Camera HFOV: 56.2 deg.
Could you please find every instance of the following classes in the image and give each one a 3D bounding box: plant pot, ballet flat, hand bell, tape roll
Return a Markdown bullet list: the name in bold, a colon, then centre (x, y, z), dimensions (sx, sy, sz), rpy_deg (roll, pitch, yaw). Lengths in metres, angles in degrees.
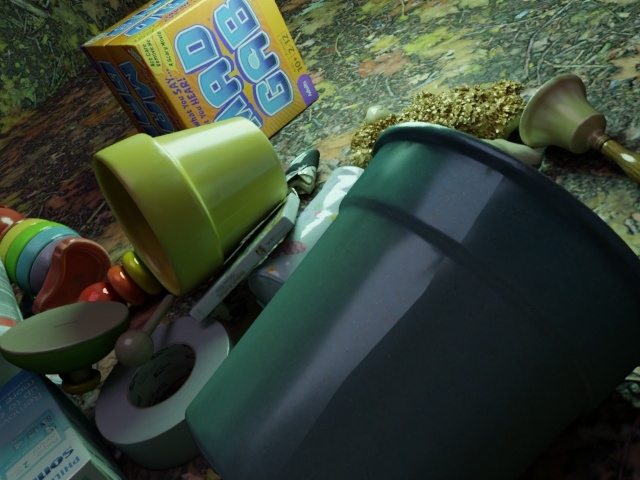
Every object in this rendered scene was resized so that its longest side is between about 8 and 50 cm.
- **plant pot**: centre (-0.196, -0.077, 0.971), dimensions (0.239, 0.254, 0.254), rpy_deg (-34, 33, -24)
- **ballet flat**: centre (-0.057, -0.106, 1.188), dimensions (0.203, 0.074, 0.074), rpy_deg (-39, 35, -25)
- **hand bell**: centre (0.415, -0.134, 0.860), dimensions (0.126, 0.126, 0.242), rpy_deg (-32, 45, -4)
- **tape roll**: centre (-0.212, 0.214, 0.871), dimensions (0.219, 0.072, 0.219), rpy_deg (-20, 36, 15)
- **plant pot**: centre (0.075, 0.124, 0.577), dimensions (0.334, 0.341, 0.341), rpy_deg (-46, 37, -11)

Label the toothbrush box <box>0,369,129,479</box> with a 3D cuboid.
- **toothbrush box**: centre (-0.407, 0.333, 0.813), dimensions (0.216, 0.126, 0.296), rpy_deg (-43, 37, -19)

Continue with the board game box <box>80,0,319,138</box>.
- **board game box**: centre (-0.298, -0.422, 1.506), dimensions (0.356, 0.356, 0.356), rpy_deg (-44, 37, -21)

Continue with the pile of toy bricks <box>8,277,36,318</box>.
- **pile of toy bricks**: centre (-0.645, 0.105, 1.328), dimensions (0.105, 0.118, 0.212), rpy_deg (-48, 31, 40)

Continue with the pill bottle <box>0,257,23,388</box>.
- **pill bottle**: centre (-0.663, 0.094, 1.053), dimensions (0.210, 0.210, 0.363), rpy_deg (-34, 61, -6)

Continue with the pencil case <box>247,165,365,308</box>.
- **pencil case**: centre (0.000, 0.000, 0.958), dimensions (0.124, 0.113, 0.273), rpy_deg (-8, 37, 49)

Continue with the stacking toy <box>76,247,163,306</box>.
- **stacking toy**: centre (-0.312, 0.047, 1.129), dimensions (0.330, 0.141, 0.141), rpy_deg (-42, 35, -7)

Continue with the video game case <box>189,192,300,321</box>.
- **video game case**: centre (-0.114, 0.018, 0.968), dimensions (0.206, 0.026, 0.227), rpy_deg (-46, 8, 9)

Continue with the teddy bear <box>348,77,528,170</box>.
- **teddy bear**: centre (0.208, -0.223, 1.099), dimensions (0.338, 0.113, 0.245), rpy_deg (-2, 40, 34)

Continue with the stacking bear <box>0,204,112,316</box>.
- **stacking bear**: centre (-0.588, 0.023, 1.224), dimensions (0.289, 0.164, 0.175), rpy_deg (26, 96, 21)

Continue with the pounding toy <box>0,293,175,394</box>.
- **pounding toy**: centre (-0.344, 0.171, 0.899), dimensions (0.237, 0.110, 0.183), rpy_deg (-6, 16, 4)

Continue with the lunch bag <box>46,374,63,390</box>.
- **lunch bag**: centre (-0.470, 0.230, 1.060), dimensions (0.083, 0.053, 0.071), rpy_deg (-5, 42, 19)

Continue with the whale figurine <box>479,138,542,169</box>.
- **whale figurine**: centre (0.210, -0.083, 0.926), dimensions (0.272, 0.141, 0.216), rpy_deg (-17, 27, -27)
